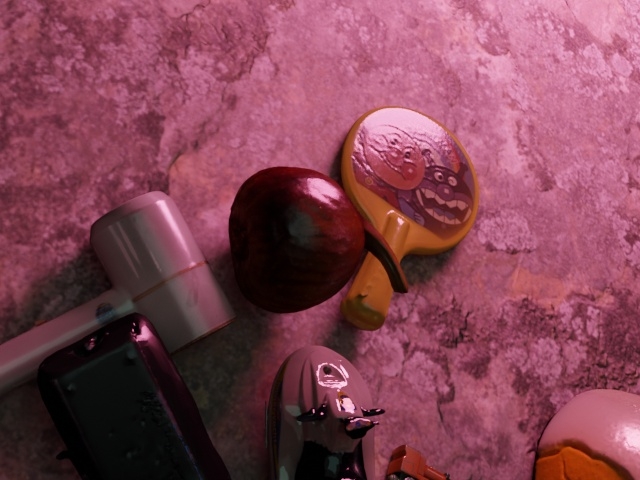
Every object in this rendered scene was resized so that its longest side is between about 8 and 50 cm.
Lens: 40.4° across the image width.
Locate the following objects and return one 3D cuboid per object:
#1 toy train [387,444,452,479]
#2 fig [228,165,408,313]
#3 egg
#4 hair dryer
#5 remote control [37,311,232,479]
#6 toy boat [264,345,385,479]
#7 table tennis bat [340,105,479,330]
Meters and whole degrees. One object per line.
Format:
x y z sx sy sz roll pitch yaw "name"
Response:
0.129 0.305 1.083 0.103 0.044 0.064 32 49 -15 "toy train"
-0.005 -0.006 1.049 0.207 0.175 0.175 -8 76 -20 "fig"
0.451 0.351 1.148 0.336 0.201 0.337 9 70 -27 "egg"
-0.277 0.092 0.918 0.357 0.107 0.173 -28 86 -27 "hair dryer"
-0.151 0.276 0.881 0.144 0.062 0.399 -28 98 -16 "remote control"
0.010 0.256 0.986 0.140 0.140 0.270 4 84 -27 "toy boat"
0.108 -0.038 1.193 0.224 0.054 0.369 33 56 -13 "table tennis bat"
